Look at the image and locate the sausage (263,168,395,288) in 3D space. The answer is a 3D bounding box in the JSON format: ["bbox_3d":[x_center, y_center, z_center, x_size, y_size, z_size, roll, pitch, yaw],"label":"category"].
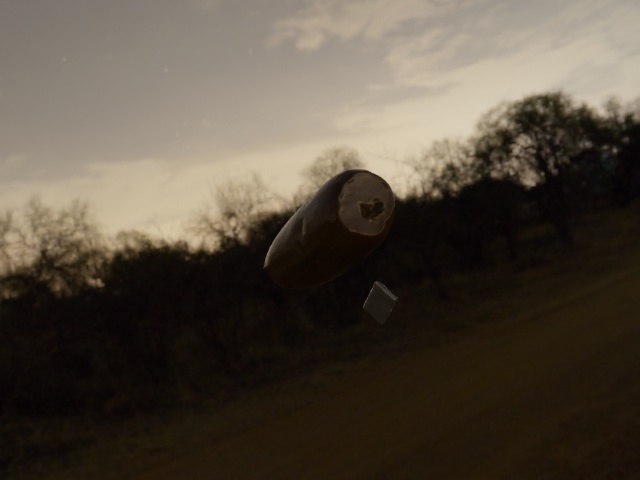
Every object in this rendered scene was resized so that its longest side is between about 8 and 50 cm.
[{"bbox_3d":[-0.005,0.004,1.087,0.112,0.112,0.328,-12,-12,-26],"label":"sausage"}]

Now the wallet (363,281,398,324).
[{"bbox_3d":[0.090,0.096,1.263,0.011,0.044,0.083,-40,-16,-31],"label":"wallet"}]
